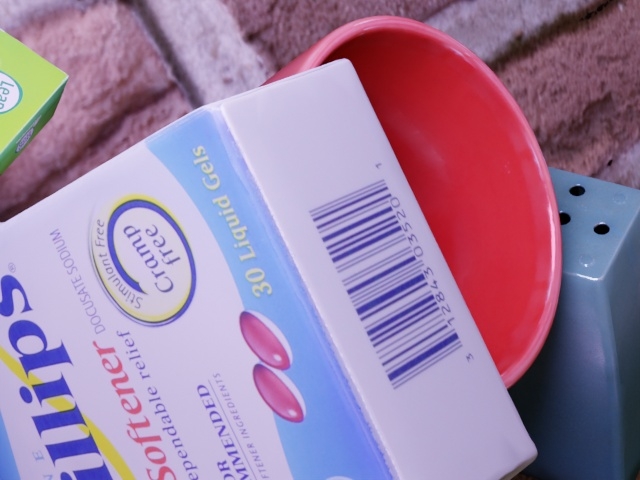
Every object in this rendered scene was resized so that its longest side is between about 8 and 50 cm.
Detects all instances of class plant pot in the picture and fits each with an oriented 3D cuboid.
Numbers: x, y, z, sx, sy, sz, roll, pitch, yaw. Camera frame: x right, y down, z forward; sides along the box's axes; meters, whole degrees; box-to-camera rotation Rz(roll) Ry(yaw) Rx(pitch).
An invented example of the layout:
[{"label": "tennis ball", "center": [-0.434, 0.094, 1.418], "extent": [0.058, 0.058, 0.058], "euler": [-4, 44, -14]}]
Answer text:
[{"label": "plant pot", "center": [0.198, 0.062, 1.354], "extent": [0.165, 0.165, 0.234], "euler": [-55, 150, -36]}, {"label": "plant pot", "center": [0.000, 0.000, 1.211], "extent": [0.275, 0.243, 0.275], "euler": [12, 72, -39]}]

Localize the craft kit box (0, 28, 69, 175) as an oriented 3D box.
[{"label": "craft kit box", "center": [-0.324, -0.081, 1.010], "extent": [0.246, 0.061, 0.250], "euler": [36, 54, -4]}]

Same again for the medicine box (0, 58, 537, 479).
[{"label": "medicine box", "center": [-0.065, 0.076, 0.994], "extent": [0.149, 0.289, 0.263], "euler": [-25, 88, -54]}]

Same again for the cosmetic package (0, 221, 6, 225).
[{"label": "cosmetic package", "center": [-0.276, 0.044, 1.077], "extent": [0.239, 0.060, 0.099], "euler": [-4, 83, -42]}]
